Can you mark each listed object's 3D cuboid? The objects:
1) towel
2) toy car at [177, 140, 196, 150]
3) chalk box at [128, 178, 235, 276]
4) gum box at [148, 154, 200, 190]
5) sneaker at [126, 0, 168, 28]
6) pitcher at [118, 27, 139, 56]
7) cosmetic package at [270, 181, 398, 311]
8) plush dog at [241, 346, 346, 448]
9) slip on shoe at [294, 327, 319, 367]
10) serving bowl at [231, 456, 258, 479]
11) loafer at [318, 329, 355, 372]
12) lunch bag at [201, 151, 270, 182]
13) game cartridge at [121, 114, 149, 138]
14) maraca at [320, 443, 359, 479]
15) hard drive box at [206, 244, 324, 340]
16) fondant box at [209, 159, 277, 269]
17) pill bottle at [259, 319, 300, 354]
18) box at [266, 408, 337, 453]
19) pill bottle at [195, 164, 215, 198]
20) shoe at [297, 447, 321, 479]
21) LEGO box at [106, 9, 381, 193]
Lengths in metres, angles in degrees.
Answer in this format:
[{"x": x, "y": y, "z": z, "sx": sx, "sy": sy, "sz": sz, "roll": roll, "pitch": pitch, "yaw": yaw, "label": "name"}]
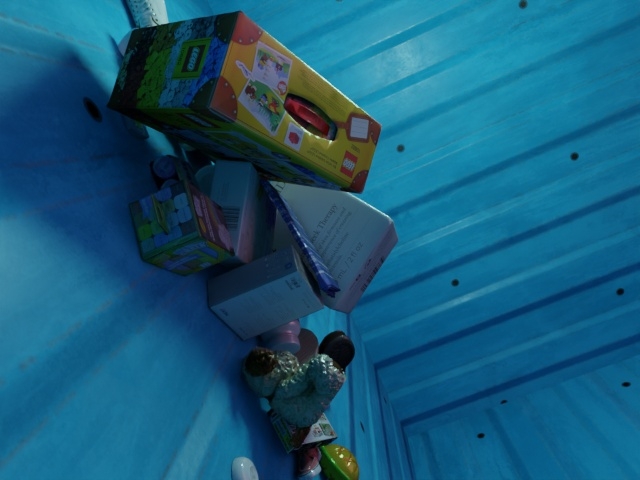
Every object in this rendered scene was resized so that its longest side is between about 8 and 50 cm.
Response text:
[{"x": -0.054, "y": 0.003, "z": 1.319, "sx": 0.335, "sy": 0.040, "sz": 0.243, "roll": 58, "pitch": 2, "yaw": 13, "label": "towel"}, {"x": -0.349, "y": -0.354, "z": 1.373, "sx": 0.136, "sy": 0.182, "sz": 0.159, "roll": -113, "pitch": -173, "yaw": -52, "label": "toy car"}, {"x": -0.289, "y": -0.026, "z": 0.987, "sx": 0.213, "sy": 0.132, "sz": 0.132, "roll": 46, "pitch": 23, "yaw": -68, "label": "chalk box"}, {"x": -0.334, "y": -0.111, "z": 1.172, "sx": 0.107, "sy": 0.062, "sz": 0.188, "roll": 17, "pitch": 51, "yaw": -81, "label": "gum box"}, {"x": -0.513, "y": -0.679, "z": 1.459, "sx": 0.123, "sy": 0.106, "sz": 0.290, "roll": -101, "pitch": 167, "yaw": -69, "label": "sneaker"}, {"x": -0.421, "y": -0.451, "z": 1.320, "sx": 0.177, "sy": 0.125, "sz": 0.207, "roll": 53, "pitch": 8, "yaw": 22, "label": "pitcher"}, {"x": 0.000, "y": 0.000, "z": 1.610, "sx": 0.394, "sy": 0.329, "sz": 0.327, "roll": 32, "pitch": -2, "yaw": 16, "label": "cosmetic package"}, {"x": -0.088, "y": 0.339, "z": 1.157, "sx": 0.225, "sy": 0.210, "sz": 0.262, "roll": 33, "pitch": -17, "yaw": 6, "label": "plush dog"}, {"x": -0.058, "y": 0.388, "z": 1.529, "sx": 0.331, "sy": 0.123, "sz": 0.101, "roll": -112, "pitch": -151, "yaw": -60, "label": "slip on shoe"}, {"x": -0.141, "y": 0.460, "z": 0.946, "sx": 0.083, "sy": 0.027, "sz": 0.083, "roll": -24, "pitch": 90, "yaw": -83, "label": "serving bowl"}, {"x": 0.021, "y": 0.408, "z": 1.701, "sx": 0.130, "sy": 0.134, "sz": 0.365, "roll": 58, "pitch": -25, "yaw": 31, "label": "loafer"}, {"x": -0.274, "y": -0.280, "z": 1.525, "sx": 0.262, "sy": 0.160, "sz": 0.223, "roll": 42, "pitch": 2, "yaw": 12, "label": "lunch bag"}, {"x": -0.432, "y": -0.268, "z": 1.143, "sx": 0.083, "sy": 0.017, "sz": 0.055, "roll": 11, "pitch": 60, "yaw": -81, "label": "game cartridge"}, {"x": 0.043, "y": 0.651, "z": 1.442, "sx": 0.186, "sy": 0.099, "sz": 0.127, "roll": 40, "pitch": -12, "yaw": 34, "label": "maraca"}, {"x": -0.133, "y": 0.134, "z": 1.204, "sx": 0.181, "sy": 0.232, "sz": 0.089, "roll": 61, "pitch": 9, "yaw": -47, "label": "hard drive box"}, {"x": -0.203, "y": -0.042, "z": 1.302, "sx": 0.330, "sy": 0.096, "sz": 0.238, "roll": 67, "pitch": 28, "yaw": -75, "label": "fondant box"}, {"x": -0.125, "y": 0.224, "z": 1.414, "sx": 0.121, "sy": 0.121, "sz": 0.216, "roll": 58, "pitch": 11, "yaw": -51, "label": "pill bottle"}, {"x": -0.043, "y": 0.479, "z": 1.260, "sx": 0.114, "sy": 0.036, "sz": 0.207, "roll": 54, "pitch": 15, "yaw": 31, "label": "box"}, {"x": -0.283, "y": -0.146, "z": 1.434, "sx": 0.208, "sy": 0.119, "sz": 0.119, "roll": 19, "pitch": 48, "yaw": -81, "label": "pill bottle"}, {"x": -0.039, "y": 0.556, "z": 1.267, "sx": 0.178, "sy": 0.064, "sz": 0.081, "roll": 45, "pitch": 20, "yaw": -84, "label": "shoe"}, {"x": -0.154, "y": -0.289, "z": 1.133, "sx": 0.500, "sy": 0.373, "sz": 0.193, "roll": 20, "pitch": 85, "yaw": -51, "label": "LEGO box"}]
